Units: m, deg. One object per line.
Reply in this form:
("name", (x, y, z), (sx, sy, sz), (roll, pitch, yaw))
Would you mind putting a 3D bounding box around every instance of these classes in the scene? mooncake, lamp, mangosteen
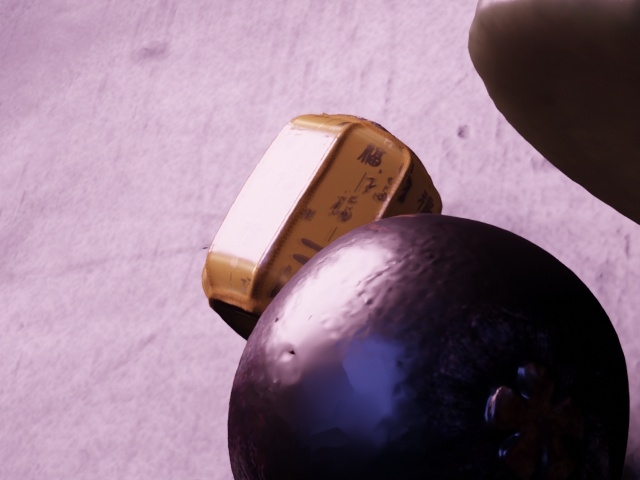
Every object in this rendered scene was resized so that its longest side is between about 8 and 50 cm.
("mooncake", (0.280, -0.116, 0.833), (0.356, 0.356, 0.194), (21, 76, 43))
("lamp", (0.000, 0.000, 1.089), (0.161, 0.161, 0.185), (16, 66, 42))
("mangosteen", (0.051, 0.124, 0.905), (0.302, 0.275, 0.275), (-17, 43, 62))
